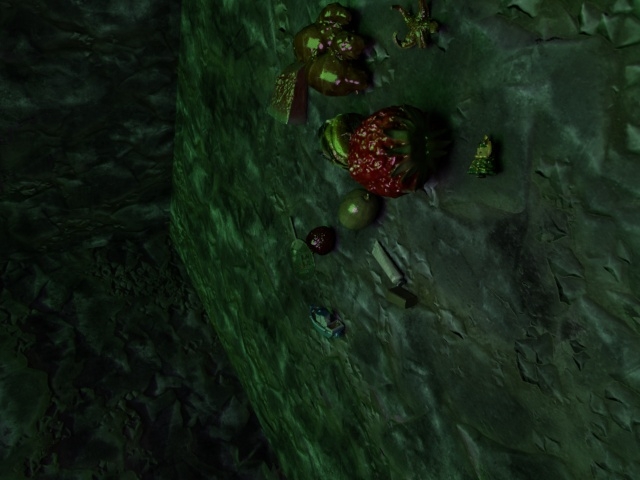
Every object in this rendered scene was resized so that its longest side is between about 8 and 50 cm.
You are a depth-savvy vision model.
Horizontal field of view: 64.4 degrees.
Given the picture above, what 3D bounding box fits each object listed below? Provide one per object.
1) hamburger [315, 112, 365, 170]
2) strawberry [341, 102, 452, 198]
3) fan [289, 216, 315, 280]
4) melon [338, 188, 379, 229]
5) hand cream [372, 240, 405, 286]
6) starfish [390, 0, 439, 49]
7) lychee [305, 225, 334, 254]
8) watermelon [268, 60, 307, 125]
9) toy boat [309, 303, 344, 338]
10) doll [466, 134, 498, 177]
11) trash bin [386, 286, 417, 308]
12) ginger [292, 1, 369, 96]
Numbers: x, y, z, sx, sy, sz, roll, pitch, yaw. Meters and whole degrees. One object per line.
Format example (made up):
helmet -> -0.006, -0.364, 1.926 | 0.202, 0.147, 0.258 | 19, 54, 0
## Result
hamburger -> 0.085, -0.332, 1.743 | 0.125, 0.235, 0.214 | -38, 62, 46
strawberry -> 0.187, -0.268, 1.529 | 0.343, 0.292, 0.292 | 5, 104, 53
fan -> -0.087, 0.055, 2.366 | 0.223, 0.012, 0.294 | 29, 125, 52
melon -> 0.136, -0.112, 1.815 | 0.139, 0.139, 0.192 | 66, 150, 20
hand cream -> 0.239, 0.086, 1.812 | 0.067, 0.042, 0.194 | 99, 150, -44
starfish -> 0.280, -0.627, 1.462 | 0.190, 0.074, 0.146 | 31, 127, 52
lychee -> 0.003, 0.001, 2.101 | 0.129, 0.123, 0.123 | -36, 63, 18
watermelon -> -0.125, -0.632, 2.119 | 0.193, 0.140, 0.257 | 40, 126, 36
toy boat -> 0.018, 0.334, 2.205 | 0.215, 0.088, 0.102 | 32, 136, 48
doll -> 0.447, -0.218, 1.354 | 0.078, 0.076, 0.113 | -156, 88, -87
trash bin -> 0.280, 0.199, 1.756 | 0.092, 0.061, 0.043 | 29, 124, 50
ginger -> 0.049, -0.651, 1.780 | 0.274, 0.152, 0.357 | -35, 69, 36
